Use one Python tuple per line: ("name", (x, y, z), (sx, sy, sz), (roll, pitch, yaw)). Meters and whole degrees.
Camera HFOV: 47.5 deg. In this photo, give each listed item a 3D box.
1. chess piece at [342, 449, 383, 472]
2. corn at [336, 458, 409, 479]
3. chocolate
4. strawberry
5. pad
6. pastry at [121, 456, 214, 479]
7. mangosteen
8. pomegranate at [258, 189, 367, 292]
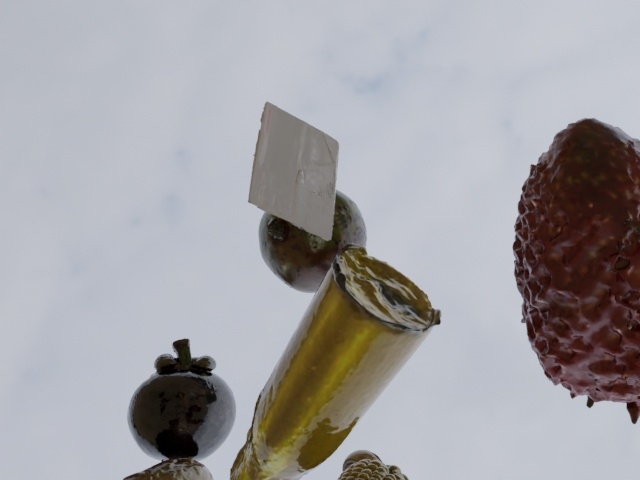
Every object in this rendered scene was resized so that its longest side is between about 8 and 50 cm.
("chess piece", (0.077, 0.404, 1.260), (0.083, 0.084, 0.038), (23, -148, 34))
("corn", (0.044, 0.429, 1.062), (0.130, 0.347, 0.130), (6, -74, 24))
("chocolate", (-0.019, 0.216, 1.020), (0.162, 0.162, 0.446), (54, -55, 36))
("strawberry", (0.359, 0.038, 0.877), (0.292, 0.343, 0.292), (-19, -136, 19))
("pad", (-0.038, -0.115, 1.166), (0.004, 0.156, 0.232), (-40, -147, 42))
("pastry", (-0.318, 0.537, 1.339), (0.284, 0.315, 0.184), (-42, -111, 24))
("mangosteen", (-0.292, 0.338, 1.539), (0.228, 0.228, 0.266), (-8, -109, 24))
("pomegranate", (-0.007, 0.010, 1.306), (0.198, 0.246, 0.198), (-6, -124, 10))
